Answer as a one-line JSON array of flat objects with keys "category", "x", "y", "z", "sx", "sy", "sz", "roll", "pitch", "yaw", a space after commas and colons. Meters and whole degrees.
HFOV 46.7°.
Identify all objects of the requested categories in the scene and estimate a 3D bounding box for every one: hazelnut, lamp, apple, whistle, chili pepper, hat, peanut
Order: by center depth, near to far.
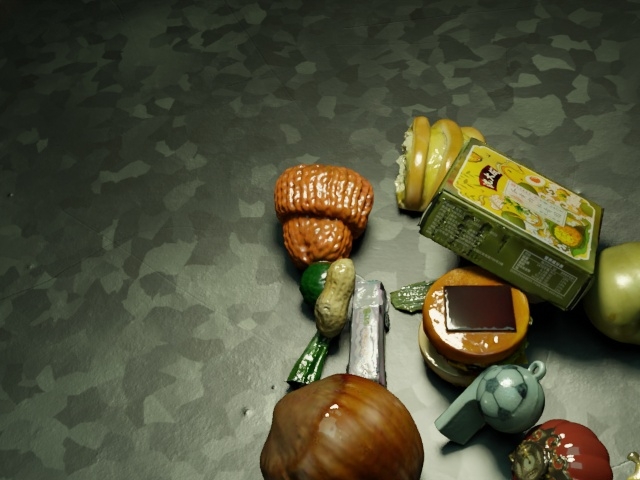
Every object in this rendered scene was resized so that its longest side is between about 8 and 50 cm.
[{"category": "lamp", "x": 0.520, "y": 0.499, "z": 1.593, "sx": 0.226, "sy": 0.227, "sz": 0.227, "roll": -5, "pitch": 51, "yaw": 6}, {"category": "hazelnut", "x": 0.051, "y": 0.472, "z": 1.643, "sx": 0.372, "sy": 0.315, "sz": 0.372, "roll": 1, "pitch": 79, "yaw": -3}, {"category": "whistle", "x": 0.401, "y": 0.378, "z": 1.663, "sx": 0.290, "sy": 0.163, "sz": 0.163, "roll": -50, "pitch": 53, "yaw": 14}, {"category": "apple", "x": 0.773, "y": 0.126, "z": 1.815, "sx": 0.262, "sy": 0.262, "sz": 0.262, "roll": -5, "pitch": 51, "yaw": 6}, {"category": "peanut", "x": 0.040, "y": 0.149, "z": 1.906, "sx": 0.099, "sy": 0.099, "sz": 0.214, "roll": 23, "pitch": 95, "yaw": 25}, {"category": "chili pepper", "x": -0.016, "y": 0.287, "z": 1.941, "sx": 0.088, "sy": 0.059, "sz": 0.227, "roll": 14, "pitch": 54, "yaw": 12}, {"category": "hat", "x": 0.000, "y": 0.000, "z": 2.099, "sx": 0.285, "sy": 0.285, "sz": 0.400, "roll": 4, "pitch": 80, "yaw": 13}]

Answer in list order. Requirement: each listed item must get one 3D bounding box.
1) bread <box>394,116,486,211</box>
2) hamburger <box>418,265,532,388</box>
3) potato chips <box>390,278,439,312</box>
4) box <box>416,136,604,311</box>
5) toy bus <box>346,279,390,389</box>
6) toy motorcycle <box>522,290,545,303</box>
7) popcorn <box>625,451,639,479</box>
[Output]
[{"category": "bread", "x": 0.354, "y": -0.235, "z": 2.197, "sx": 0.270, "sy": 0.211, "sz": 0.316, "roll": 6, "pitch": 56, "yaw": 12}, {"category": "hamburger", "x": 0.377, "y": 0.217, "z": 1.822, "sx": 0.290, "sy": 0.225, "sz": 0.291, "roll": -3, "pitch": 50, "yaw": 4}, {"category": "potato chips", "x": 0.293, "y": 0.148, "z": 2.020, "sx": 0.207, "sy": 0.028, "sz": 0.092, "roll": -12, "pitch": 52, "yaw": 2}, {"category": "box", "x": 0.493, "y": -0.054, "z": 1.875, "sx": 0.420, "sy": 0.138, "sz": 0.373, "roll": 30, "pitch": 36, "yaw": 6}, {"category": "toy bus", "x": 0.119, "y": 0.248, "z": 1.898, "sx": 0.112, "sy": 0.138, "sz": 0.317, "roll": -2, "pitch": 53, "yaw": 8}, {"category": "toy motorcycle", "x": 0.537, "y": 0.054, "z": 2.002, "sx": 0.222, "sy": 0.108, "sz": 0.341, "roll": -25, "pitch": 59, "yaw": -18}, {"category": "popcorn", "x": 0.756, "y": 0.584, "z": 1.451, "sx": 0.349, "sy": 0.349, "sz": 0.382, "roll": -24, "pitch": 77, "yaw": -9}]
